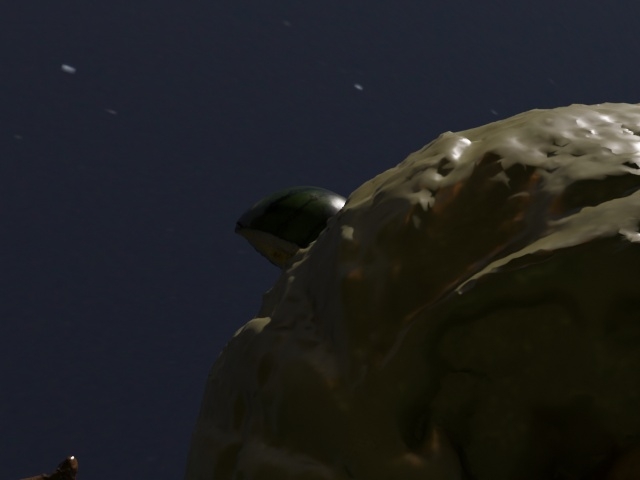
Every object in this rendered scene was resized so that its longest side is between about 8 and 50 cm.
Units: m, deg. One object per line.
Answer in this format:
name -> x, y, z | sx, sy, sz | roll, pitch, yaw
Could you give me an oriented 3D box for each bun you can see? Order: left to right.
bun -> 0.123, 0.103, 0.663 | 0.352, 0.227, 0.349 | 36, -102, 14

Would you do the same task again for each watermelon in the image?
watermelon -> 0.000, 0.000, 1.088 | 0.105, 0.105, 0.062 | 27, -106, 17

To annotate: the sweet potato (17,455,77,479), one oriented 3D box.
sweet potato -> -0.264, 0.198, 1.152 | 0.050, 0.214, 0.050 | 33, -49, 49
